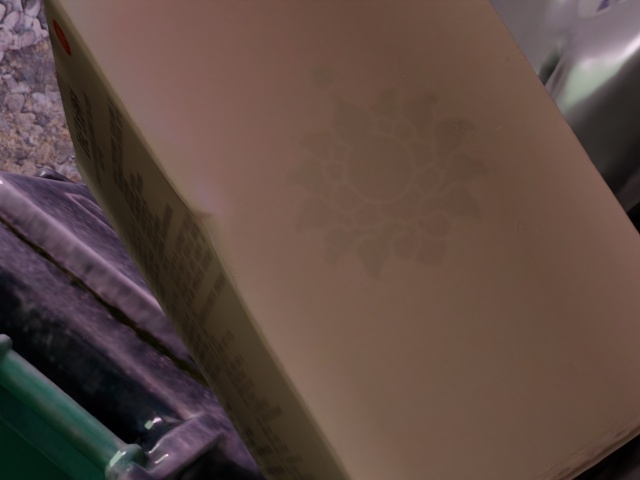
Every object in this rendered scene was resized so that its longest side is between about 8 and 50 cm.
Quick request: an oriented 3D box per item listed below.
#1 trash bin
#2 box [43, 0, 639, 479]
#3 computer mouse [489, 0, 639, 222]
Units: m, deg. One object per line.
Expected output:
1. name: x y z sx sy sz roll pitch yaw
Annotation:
1. trash bin: -0.185 0.168 0.715 0.381 0.259 0.295 -55 -10 6
2. box: 0.000 0.000 0.433 0.095 0.168 0.212 -33 -4 -11
3. computer mouse: 0.096 -0.037 0.670 0.331 0.095 0.197 -49 18 54
